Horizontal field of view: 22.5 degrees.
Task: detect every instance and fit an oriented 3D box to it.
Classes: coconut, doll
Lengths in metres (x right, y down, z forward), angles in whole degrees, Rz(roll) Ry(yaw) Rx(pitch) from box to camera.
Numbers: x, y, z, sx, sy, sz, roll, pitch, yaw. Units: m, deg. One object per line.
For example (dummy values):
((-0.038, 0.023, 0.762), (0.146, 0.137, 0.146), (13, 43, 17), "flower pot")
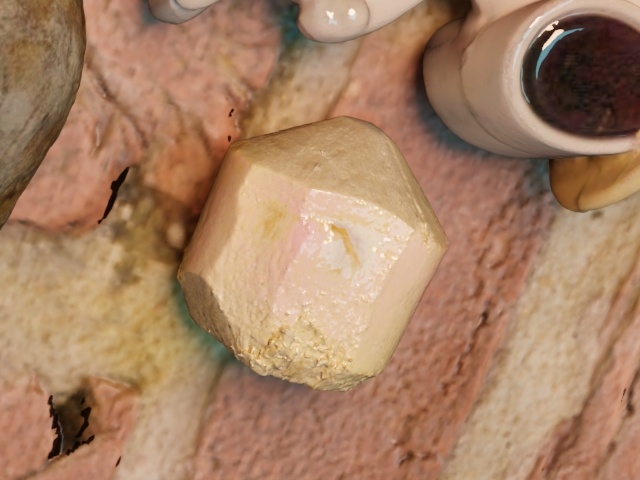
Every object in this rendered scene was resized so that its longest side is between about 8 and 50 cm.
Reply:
((0.000, 0.000, 0.764), (0.116, 0.116, 0.122), (17, 103, -24), "coconut")
((0.061, -0.104, 0.747), (0.271, 0.144, 0.208), (-14, 92, -18), "doll")

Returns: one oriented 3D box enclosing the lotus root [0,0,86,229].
((-0.212, -0.034, 0.646), (0.349, 0.175, 0.175), (-44, 117, 0), "lotus root")
